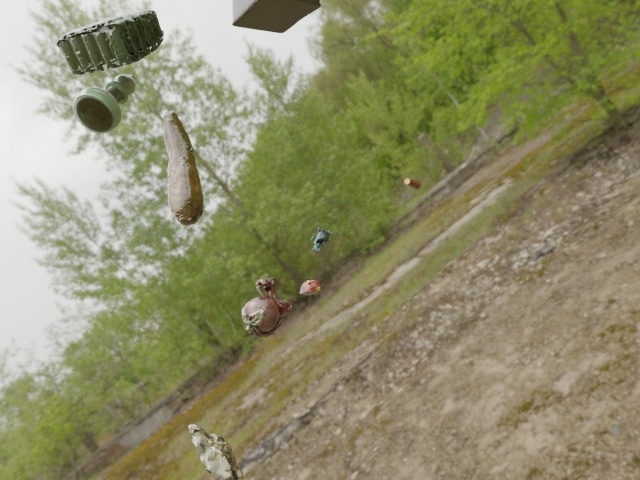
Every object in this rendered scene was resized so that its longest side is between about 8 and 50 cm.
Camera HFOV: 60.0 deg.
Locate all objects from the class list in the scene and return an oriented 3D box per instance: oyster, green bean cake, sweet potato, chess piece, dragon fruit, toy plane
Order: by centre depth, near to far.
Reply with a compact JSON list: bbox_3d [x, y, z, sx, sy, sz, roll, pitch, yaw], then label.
[{"bbox_3d":[-0.205,0.423,1.108,0.051,0.148,0.103,-29,-5,-38],"label":"oyster"},{"bbox_3d":[-0.293,-0.153,1.177,0.075,0.273,0.075,-11,-21,-4],"label":"sweet potato"},{"bbox_3d":[-0.625,-0.606,1.677,0.241,0.132,0.255,-6,32,23],"label":"green bean cake"},{"bbox_3d":[-0.651,-0.458,1.752,0.139,0.139,0.271,-38,22,35],"label":"chess piece"},{"bbox_3d":[-0.041,0.172,2.084,0.056,0.060,0.083,17,-22,-30],"label":"dragon fruit"},{"bbox_3d":[0.000,0.000,2.180,0.235,0.060,0.096,-163,92,-84],"label":"toy plane"}]

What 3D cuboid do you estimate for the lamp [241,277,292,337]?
[{"bbox_3d":[-0.242,0.284,2.283,0.151,0.215,0.223,-28,7,34],"label":"lamp"}]

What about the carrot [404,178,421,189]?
[{"bbox_3d":[0.297,-0.182,1.776,0.032,0.032,0.093,-37,-22,24],"label":"carrot"}]

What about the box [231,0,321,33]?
[{"bbox_3d":[-0.130,-0.710,1.587,0.184,0.143,0.273,-3,3,-28],"label":"box"}]
